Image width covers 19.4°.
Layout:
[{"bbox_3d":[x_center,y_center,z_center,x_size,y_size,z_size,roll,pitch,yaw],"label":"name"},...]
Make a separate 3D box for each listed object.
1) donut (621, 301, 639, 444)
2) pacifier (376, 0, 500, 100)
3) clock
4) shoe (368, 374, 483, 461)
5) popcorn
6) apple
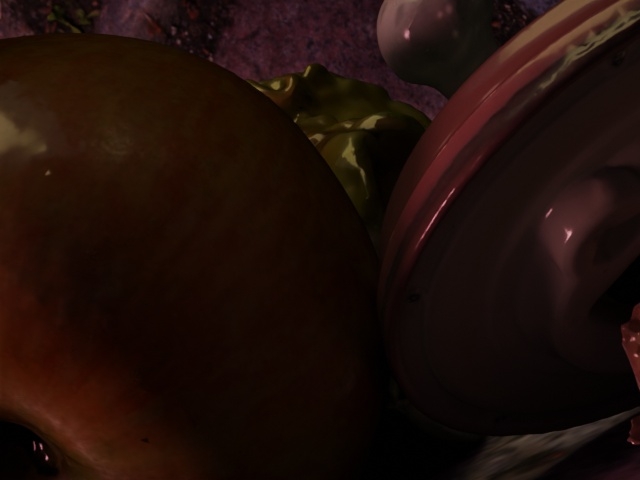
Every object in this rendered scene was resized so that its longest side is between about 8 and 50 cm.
[{"bbox_3d":[0.177,0.019,0.613,0.117,0.065,0.166,-24,1,-30],"label":"donut"},{"bbox_3d":[0.144,-0.096,1.478,0.288,0.269,0.343,-54,13,-32],"label":"pacifier"},{"bbox_3d":[0.131,-0.012,0.686,0.244,0.056,0.244,-18,-37,-14],"label":"clock"},{"bbox_3d":[0.012,0.079,0.927,0.112,0.099,0.227,-33,-3,5],"label":"shoe"},{"bbox_3d":[0.000,0.000,1.332,0.270,0.224,0.258,-10,25,-9],"label":"popcorn"},{"bbox_3d":[-0.101,0.038,0.740,0.264,0.264,0.264,-26,2,1],"label":"apple"}]
